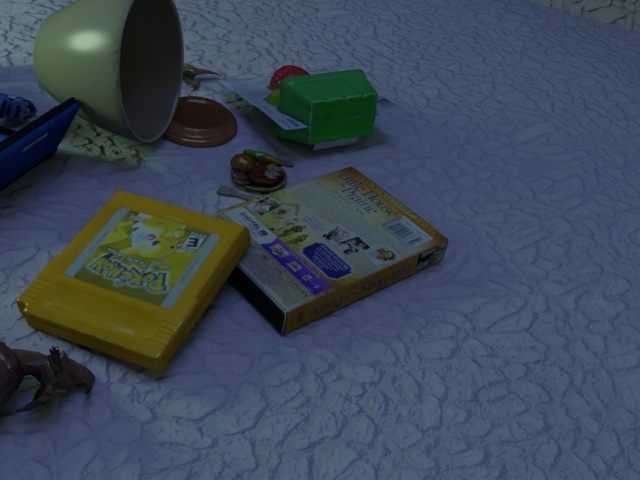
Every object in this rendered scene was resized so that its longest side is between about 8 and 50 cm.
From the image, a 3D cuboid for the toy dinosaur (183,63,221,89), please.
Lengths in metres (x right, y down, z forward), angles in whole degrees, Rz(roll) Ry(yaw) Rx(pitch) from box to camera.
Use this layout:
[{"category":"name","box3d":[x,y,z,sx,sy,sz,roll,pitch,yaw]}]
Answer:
[{"category":"toy dinosaur","box3d":[-0.335,-0.429,2.041,0.183,0.053,0.092,-3,38,-18]}]

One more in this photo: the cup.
[{"category":"cup","box3d":[-0.464,-0.386,1.708,0.237,0.331,0.331,8,36,10]}]

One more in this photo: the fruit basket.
[{"category":"fruit basket","box3d":[-0.032,-0.346,1.968,0.327,0.165,0.353,-14,28,-30]}]

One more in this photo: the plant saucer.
[{"category":"plant saucer","box3d":[-0.294,-0.287,1.882,0.200,0.037,0.200,7,37,-5]}]

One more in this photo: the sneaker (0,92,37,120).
[{"category":"sneaker","box3d":[-0.672,-0.291,1.749,0.059,0.053,0.144,23,17,0]}]

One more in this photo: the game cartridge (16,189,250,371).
[{"category":"game cartridge","box3d":[-0.316,0.055,1.376,0.285,0.052,0.323,16,44,15]}]

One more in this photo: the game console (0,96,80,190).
[{"category":"game console","box3d":[-0.656,-0.193,1.567,0.173,0.250,0.293,41,39,-6]}]

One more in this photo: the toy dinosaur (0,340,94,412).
[{"category":"toy dinosaur","box3d":[-0.477,0.212,1.130,0.200,0.127,0.296,33,47,16]}]

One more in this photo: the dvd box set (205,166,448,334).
[{"category":"dvd box set","box3d":[0.000,0.000,1.569,0.420,0.062,0.308,-22,48,-36]}]

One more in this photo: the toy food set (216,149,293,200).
[{"category":"toy food set","box3d":[-0.137,-0.152,1.747,0.132,0.038,0.192,17,38,7]}]
